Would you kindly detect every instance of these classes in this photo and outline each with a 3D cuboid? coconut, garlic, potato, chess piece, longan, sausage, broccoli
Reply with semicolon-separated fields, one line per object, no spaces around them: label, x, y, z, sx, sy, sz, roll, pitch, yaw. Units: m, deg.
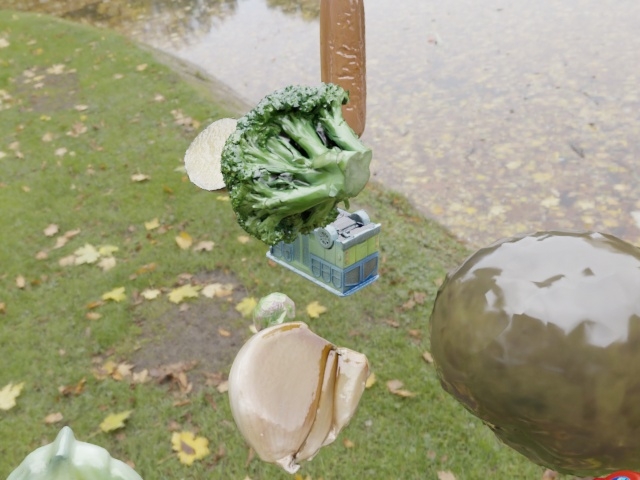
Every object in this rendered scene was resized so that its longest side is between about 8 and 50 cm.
coconut;-0.087;0.137;1.205;0.083;0.082;0.081;-17;31;-7
garlic;-0.049;0.248;1.037;0.110;0.217;0.228;-31;29;58
potato;-0.205;-0.171;1.477;0.182;0.117;0.202;-45;51;-5
chess piece;-0.222;0.342;0.728;0.176;0.298;0.175;-45;22;23
longan;0.414;0.172;1.073;0.404;0.436;0.404;-40;14;12
sausage;0.042;-0.318;1.158;0.086;0.289;0.086;-3;14;1
broccoli;-0.031;-0.115;1.040;0.242;0.261;0.269;14;28;37

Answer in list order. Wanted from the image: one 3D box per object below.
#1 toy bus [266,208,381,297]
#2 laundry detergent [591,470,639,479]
toy bus;0.000;0.000;1.698;0.152;0.190;0.312;-26;38;-37
laundry detergent;0.368;0.327;0.787;0.049;0.165;0.097;24;83;8
